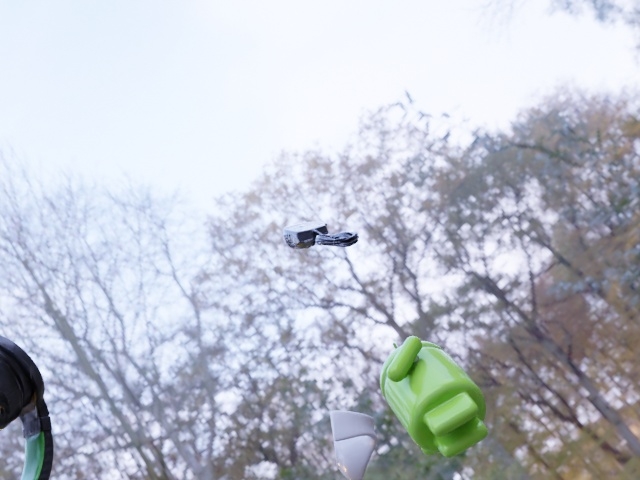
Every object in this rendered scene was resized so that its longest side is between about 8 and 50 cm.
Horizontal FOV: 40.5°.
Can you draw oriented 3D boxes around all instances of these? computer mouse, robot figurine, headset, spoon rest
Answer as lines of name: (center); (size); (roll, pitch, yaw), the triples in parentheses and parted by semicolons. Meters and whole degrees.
computer mouse: (0.000, 0.000, 1.475); (0.071, 0.242, 0.041); (-14, -79, -21)
robot figurine: (0.090, 0.126, 0.708); (0.067, 0.115, 0.101); (-31, -61, -5)
headset: (-0.462, 0.184, 1.101); (0.185, 0.394, 0.243); (-26, -10, 34)
spoon rest: (0.066, 0.386, 1.670); (0.084, 0.137, 0.276); (-7, -25, 0)
